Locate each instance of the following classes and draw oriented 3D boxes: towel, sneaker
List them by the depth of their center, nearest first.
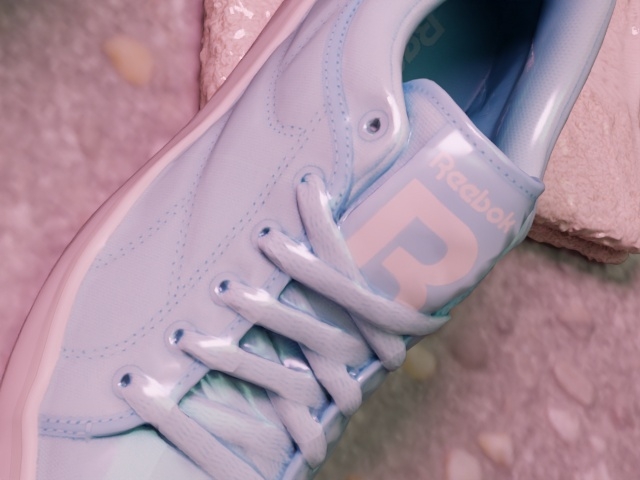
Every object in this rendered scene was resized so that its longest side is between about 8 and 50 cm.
[{"bbox_3d":[0.000,0.000,0.563,0.135,0.150,0.366,36,68,-22],"label":"sneaker"},{"bbox_3d":[0.066,-0.104,0.745,0.282,0.049,0.187,15,64,-32],"label":"towel"}]
